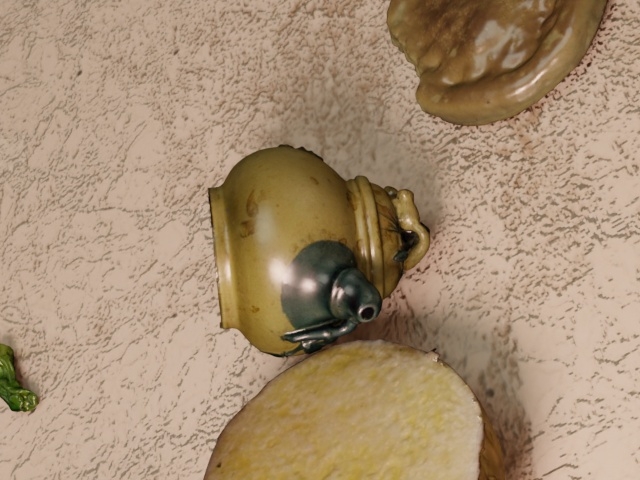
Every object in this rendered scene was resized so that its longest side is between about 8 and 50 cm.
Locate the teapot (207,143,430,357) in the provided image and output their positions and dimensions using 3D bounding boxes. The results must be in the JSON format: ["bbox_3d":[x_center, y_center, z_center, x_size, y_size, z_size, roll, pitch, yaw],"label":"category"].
[{"bbox_3d":[0.000,0.000,1.431,0.183,0.173,0.269,-6,25,-3],"label":"teapot"}]

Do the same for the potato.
[{"bbox_3d":[0.040,0.200,1.290,0.239,0.116,0.299,-47,34,-2],"label":"potato"}]

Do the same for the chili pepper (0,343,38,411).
[{"bbox_3d":[-0.302,0.136,1.662,0.034,0.030,0.091,-27,47,-10],"label":"chili pepper"}]

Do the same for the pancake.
[{"bbox_3d":[0.149,-0.209,1.500,0.222,0.042,0.236,-22,51,32],"label":"pancake"}]
